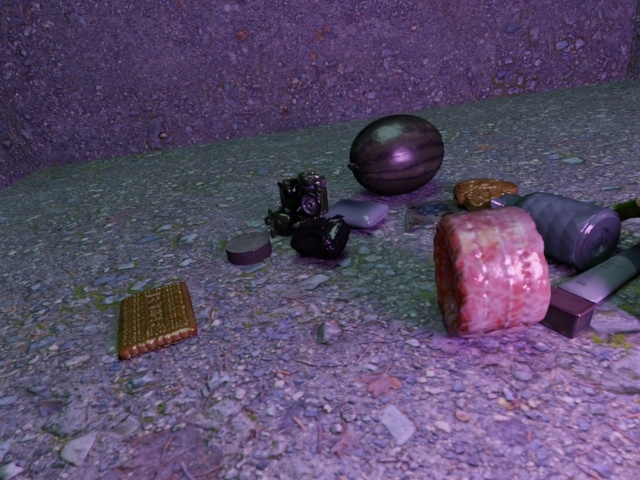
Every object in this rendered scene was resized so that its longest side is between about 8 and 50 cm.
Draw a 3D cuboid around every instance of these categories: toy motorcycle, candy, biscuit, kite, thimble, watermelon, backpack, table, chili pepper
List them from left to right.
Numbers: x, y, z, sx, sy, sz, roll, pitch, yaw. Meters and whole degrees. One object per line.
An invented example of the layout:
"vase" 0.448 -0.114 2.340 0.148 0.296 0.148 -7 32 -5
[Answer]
"biscuit" -0.392 0.178 1.020 0.172 0.029 0.254 -16 27 -17
"table" -0.211 0.023 1.266 0.134 0.043 0.133 -7 26 3
"toy motorcycle" -0.075 -0.111 1.318 0.275 0.205 0.127 13 27 43
"backpack" 0.000 -0.002 1.184 0.165 0.106 0.120 -6 42 46
"candy" 0.112 -0.085 1.353 0.174 0.071 0.138 11 31 33
"watermelon" 0.256 -0.296 1.509 0.360 0.278 0.279 -17 27 -10
"kite" 0.383 -0.085 1.338 0.335 0.011 0.314 -20 28 -22
"thimble" 0.305 0.061 0.808 0.162 0.239 0.239 -5 26 3
"biscuit" 0.530 -0.155 1.388 0.202 0.044 0.289 4 22 22
"chili pepper" 0.694 -0.068 1.035 0.085 0.076 0.359 6 1 5

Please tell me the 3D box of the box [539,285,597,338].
"box" 0.454 0.135 0.799 0.060 0.063 0.085 -19 26 -25

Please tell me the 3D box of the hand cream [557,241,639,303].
"hand cream" 0.616 0.067 0.910 0.255 0.048 0.079 -23 23 -22

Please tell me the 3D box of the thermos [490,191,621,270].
"thermos" 0.564 -0.041 1.053 0.182 0.144 0.286 16 13 -27
